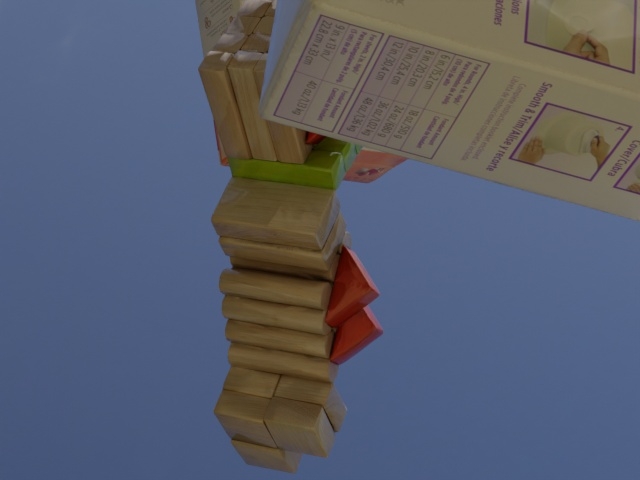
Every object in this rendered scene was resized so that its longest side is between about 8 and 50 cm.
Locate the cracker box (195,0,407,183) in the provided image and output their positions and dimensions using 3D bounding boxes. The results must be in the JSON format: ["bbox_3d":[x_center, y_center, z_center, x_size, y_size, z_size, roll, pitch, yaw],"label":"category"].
[{"bbox_3d":[-0.020,-0.170,1.527,0.155,0.067,0.232,6,-115,-37],"label":"cracker box"}]

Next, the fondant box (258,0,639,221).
[{"bbox_3d":[0.151,-0.131,0.886,0.330,0.096,0.238,14,-125,-9],"label":"fondant box"}]

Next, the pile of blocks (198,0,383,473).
[{"bbox_3d":[0.000,0.000,1.342,0.149,0.112,0.362,-36,-50,-58],"label":"pile of blocks"}]
